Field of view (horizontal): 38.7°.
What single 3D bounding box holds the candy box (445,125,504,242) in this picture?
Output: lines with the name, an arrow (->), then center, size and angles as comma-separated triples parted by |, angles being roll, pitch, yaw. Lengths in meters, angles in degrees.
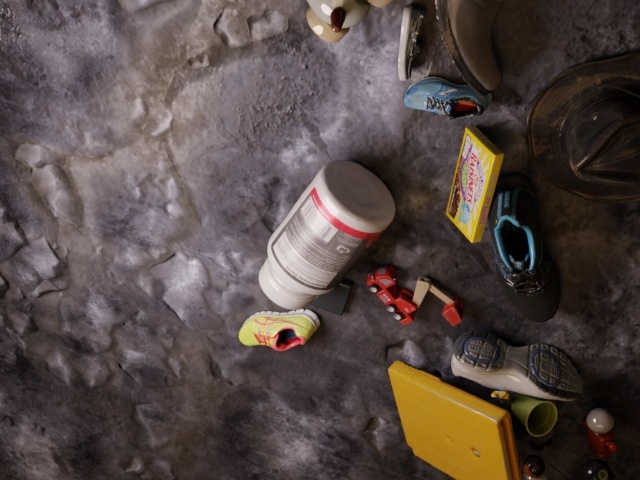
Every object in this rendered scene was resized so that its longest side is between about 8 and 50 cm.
candy box -> 0.294, -0.107, 1.755 | 0.027, 0.105, 0.205 | -12, 131, -24

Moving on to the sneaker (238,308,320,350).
sneaker -> -0.108, 0.217, 2.117 | 0.209, 0.094, 0.081 | -15, 120, 28

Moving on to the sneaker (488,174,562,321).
sneaker -> 0.393, 0.045, 1.804 | 0.125, 0.139, 0.340 | -11, 122, 22

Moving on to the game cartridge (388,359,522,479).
game cartridge -> 0.308, 0.439, 2.080 | 0.324, 0.053, 0.285 | 22, 138, 45

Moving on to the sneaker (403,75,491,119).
sneaker -> 0.231, -0.259, 1.679 | 0.162, 0.073, 0.063 | 4, 126, 15

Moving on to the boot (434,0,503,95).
boot -> 0.300, -0.416, 1.525 | 0.223, 0.118, 0.338 | -18, 122, 22

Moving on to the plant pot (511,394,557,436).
plant pot -> 0.463, 0.376, 2.007 | 0.083, 0.079, 0.083 | -7, 108, -24

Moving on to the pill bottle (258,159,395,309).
pill bottle -> 0.000, 0.000, 1.874 | 0.176, 0.176, 0.318 | 33, 128, -7

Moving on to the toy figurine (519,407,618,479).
toy figurine -> 0.546, 0.471, 2.018 | 0.210, 0.213, 0.148 | 5, 138, 20

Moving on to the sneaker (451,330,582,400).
sneaker -> 0.428, 0.285, 2.008 | 0.297, 0.111, 0.129 | 19, 150, 3

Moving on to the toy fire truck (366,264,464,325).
toy fire truck -> 0.206, 0.119, 1.976 | 0.135, 0.047, 0.192 | -29, 111, 32

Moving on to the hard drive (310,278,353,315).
hard drive -> -0.001, 0.110, 2.051 | 0.135, 0.022, 0.094 | 20, 128, 3

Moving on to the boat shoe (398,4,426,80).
boat shoe -> 0.165, -0.354, 1.649 | 0.040, 0.049, 0.142 | 9, 125, 11

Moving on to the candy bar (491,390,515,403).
candy bar -> 0.413, 0.353, 2.045 | 0.040, 0.018, 0.161 | 2, 166, 20

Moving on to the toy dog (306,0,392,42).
toy dog -> -0.030, -0.466, 1.558 | 0.334, 0.161, 0.220 | 27, 128, -3

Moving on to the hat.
hat -> 0.529, -0.166, 1.615 | 0.331, 0.134, 0.331 | 8, 127, 11
